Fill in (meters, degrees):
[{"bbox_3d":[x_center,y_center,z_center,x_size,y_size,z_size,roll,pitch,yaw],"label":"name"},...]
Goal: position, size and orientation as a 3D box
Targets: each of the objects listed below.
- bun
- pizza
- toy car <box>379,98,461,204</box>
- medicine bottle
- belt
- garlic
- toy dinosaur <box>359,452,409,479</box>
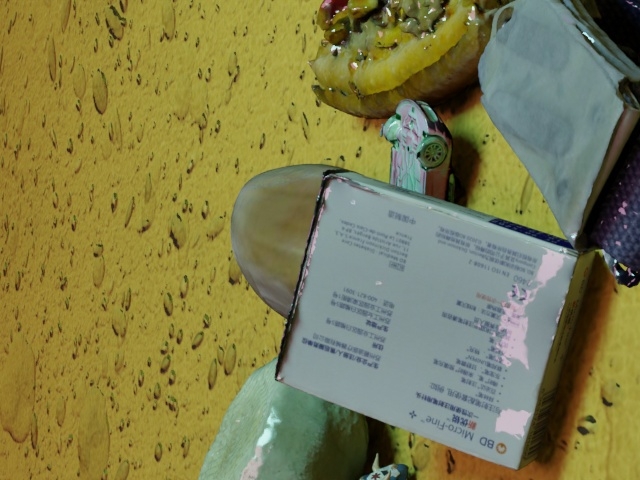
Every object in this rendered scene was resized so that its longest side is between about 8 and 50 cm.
[{"bbox_3d":[-0.025,0.188,1.393,0.195,0.118,0.195,-62,10,19],"label":"bun"},{"bbox_3d":[0.084,-0.224,1.349,0.251,0.074,0.287,35,116,57],"label":"pizza"},{"bbox_3d":[0.081,-0.043,1.324,0.069,0.055,0.142,-137,45,-59],"label":"toy car"},{"bbox_3d":[0.076,0.056,1.189,0.201,0.052,0.171,18,103,21],"label":"medicine bottle"},{"bbox_3d":[0.184,-0.072,1.041,0.126,0.140,0.230,-63,35,32],"label":"belt"},{"bbox_3d":[0.002,0.009,1.378,0.318,0.112,0.143,1,107,63],"label":"garlic"},{"bbox_3d":[0.044,0.212,1.338,0.030,0.047,0.083,51,126,53],"label":"toy dinosaur"}]
